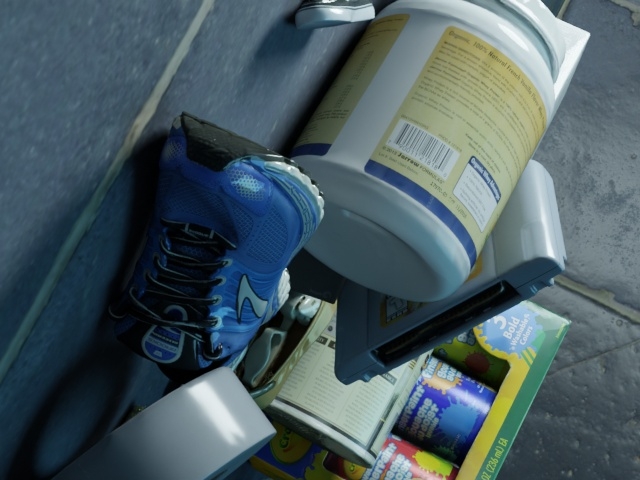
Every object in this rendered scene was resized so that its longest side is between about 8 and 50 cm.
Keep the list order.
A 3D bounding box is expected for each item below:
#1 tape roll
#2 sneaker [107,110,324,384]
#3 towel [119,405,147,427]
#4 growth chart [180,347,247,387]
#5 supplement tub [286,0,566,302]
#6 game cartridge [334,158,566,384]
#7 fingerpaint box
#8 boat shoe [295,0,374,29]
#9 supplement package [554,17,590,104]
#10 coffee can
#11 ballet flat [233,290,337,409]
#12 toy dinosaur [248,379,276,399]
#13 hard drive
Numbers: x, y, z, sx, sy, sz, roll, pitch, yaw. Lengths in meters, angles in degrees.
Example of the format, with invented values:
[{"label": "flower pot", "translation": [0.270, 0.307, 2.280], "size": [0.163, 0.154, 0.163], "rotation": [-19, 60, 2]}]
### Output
[{"label": "tape roll", "translation": [-0.144, 0.198, 0.947], "size": [0.219, 0.072, 0.219], "rotation": [-36, 170, -7]}, {"label": "sneaker", "translation": [-0.087, 0.028, 0.896], "size": [0.147, 0.129, 0.330], "rotation": [-60, 169, -28]}, {"label": "towel", "translation": [-0.197, 0.232, 1.123], "size": [0.110, 0.027, 0.148], "rotation": [-58, 168, -32]}, {"label": "growth chart", "translation": [-0.120, 0.139, 1.283], "size": [0.237, 0.021, 0.172], "rotation": [-58, 167, -28]}, {"label": "supplement tub", "translation": [0.114, -0.117, 1.222], "size": [0.316, 0.228, 0.228], "rotation": [-59, 168, -20]}, {"label": "game cartridge", "translation": [0.137, 0.030, 1.299], "size": [0.297, 0.062, 0.198], "rotation": [-32, -143, 27]}, {"label": "fingerpaint box", "translation": [0.145, 0.253, 1.865], "size": [0.445, 0.371, 0.163], "rotation": [-59, 169, -17]}, {"label": "boat shoe", "translation": [0.011, -0.214, 1.022], "size": [0.142, 0.049, 0.040], "rotation": [-32, 114, -67]}, {"label": "supplement package", "translation": [0.260, -0.213, 1.765], "size": [0.263, 0.198, 0.199], "rotation": [-59, 169, -21]}, {"label": "coffee can", "translation": [0.054, 0.172, 1.699], "size": [0.275, 0.201, 0.201], "rotation": [-60, 169, -15]}, {"label": "ballet flat", "translation": [-0.042, 0.112, 1.450], "size": [0.232, 0.080, 0.073], "rotation": [-62, 157, -12]}, {"label": "toy dinosaur", "translation": [-0.151, 0.262, 1.262], "size": [0.268, 0.064, 0.118], "rotation": [-51, 177, 8]}, {"label": "hard drive", "translation": [0.000, 0.000, 1.338], "size": [0.135, 0.094, 0.022], "rotation": [-66, -161, 13]}]
